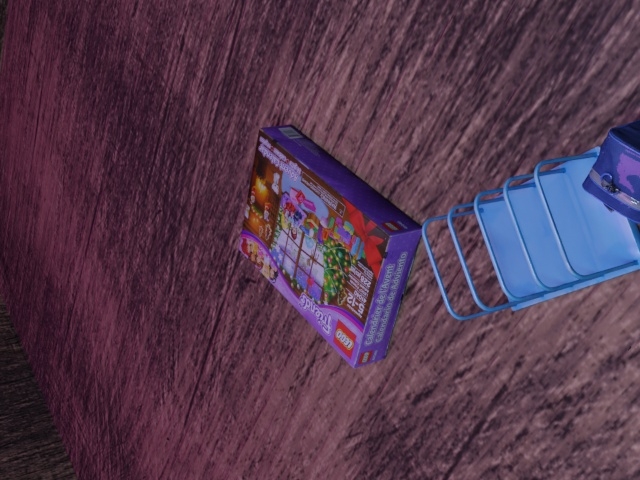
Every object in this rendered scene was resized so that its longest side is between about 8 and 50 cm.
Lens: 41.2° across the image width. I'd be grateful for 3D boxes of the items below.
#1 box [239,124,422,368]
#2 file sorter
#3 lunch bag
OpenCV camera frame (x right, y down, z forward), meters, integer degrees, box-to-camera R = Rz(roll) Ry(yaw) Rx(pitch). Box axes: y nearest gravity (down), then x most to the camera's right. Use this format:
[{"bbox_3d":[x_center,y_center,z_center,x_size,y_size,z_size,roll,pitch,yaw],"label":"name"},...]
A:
[{"bbox_3d":[0.000,0.000,1.125,0.293,0.057,0.200,42,131,41],"label":"box"},{"bbox_3d":[0.196,0.000,0.811,0.170,0.105,0.118,-30,75,53],"label":"file sorter"},{"bbox_3d":[0.266,-0.054,0.704,0.067,0.099,0.065,43,134,33],"label":"lunch bag"}]
